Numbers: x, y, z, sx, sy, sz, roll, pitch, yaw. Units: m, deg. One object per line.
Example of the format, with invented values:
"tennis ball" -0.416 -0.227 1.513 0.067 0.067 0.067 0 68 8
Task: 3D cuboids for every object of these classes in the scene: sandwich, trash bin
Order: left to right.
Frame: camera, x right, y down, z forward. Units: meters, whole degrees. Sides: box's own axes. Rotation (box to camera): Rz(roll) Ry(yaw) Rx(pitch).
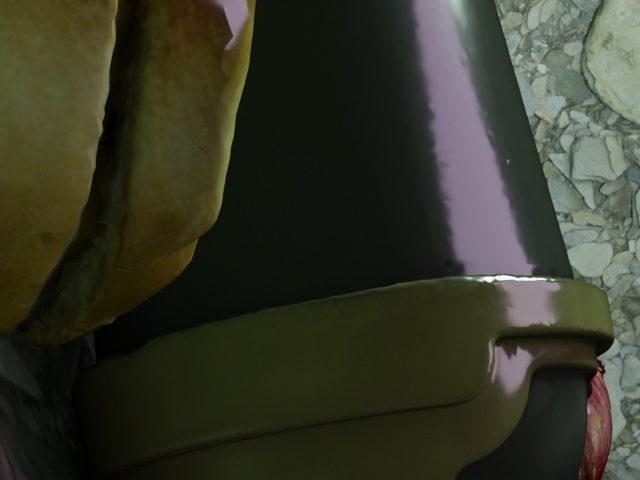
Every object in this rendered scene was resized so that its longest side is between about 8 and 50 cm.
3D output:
"sandwich" -0.110 -0.085 0.459 0.288 0.100 0.254 -25 -121 61
"trash bin" 0.000 0.000 0.605 0.214 0.214 0.333 55 23 -72

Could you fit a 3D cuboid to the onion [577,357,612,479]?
"onion" 0.088 0.146 1.067 0.246 0.246 0.190 -108 -178 -69
